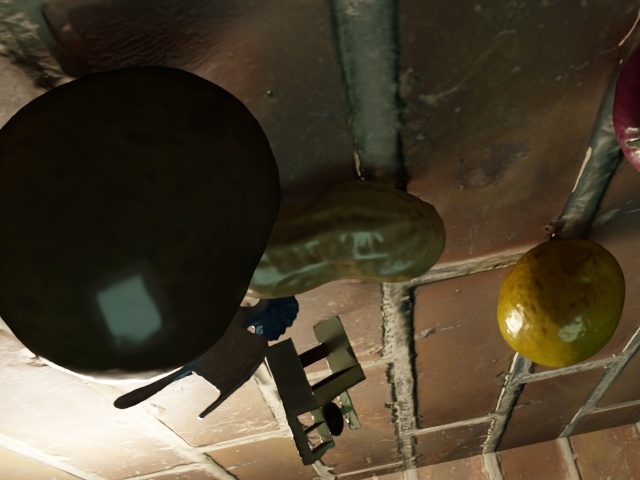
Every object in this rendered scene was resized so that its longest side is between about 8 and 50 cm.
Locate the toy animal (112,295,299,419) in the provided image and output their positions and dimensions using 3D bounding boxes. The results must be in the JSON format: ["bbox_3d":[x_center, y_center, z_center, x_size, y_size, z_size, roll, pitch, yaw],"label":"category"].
[{"bbox_3d":[-0.143,0.136,0.971,0.255,0.239,0.176,-50,119,-11],"label":"toy animal"}]

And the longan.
[{"bbox_3d":[-0.152,-0.012,0.595,0.246,0.246,0.215,-25,180,25],"label":"longan"}]

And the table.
[{"bbox_3d":[0.004,0.213,1.095,0.063,0.175,0.146,-25,175,30],"label":"table"}]

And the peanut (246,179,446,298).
[{"bbox_3d":[0.000,0.000,0.811,0.275,0.111,0.125,-10,148,-4],"label":"peanut"}]

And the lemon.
[{"bbox_3d":[0.329,0.085,1.042,0.170,0.170,0.207,-9,151,-4],"label":"lemon"}]

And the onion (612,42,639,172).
[{"bbox_3d":[0.345,-0.119,0.653,0.177,0.177,0.153,-21,177,18],"label":"onion"}]
